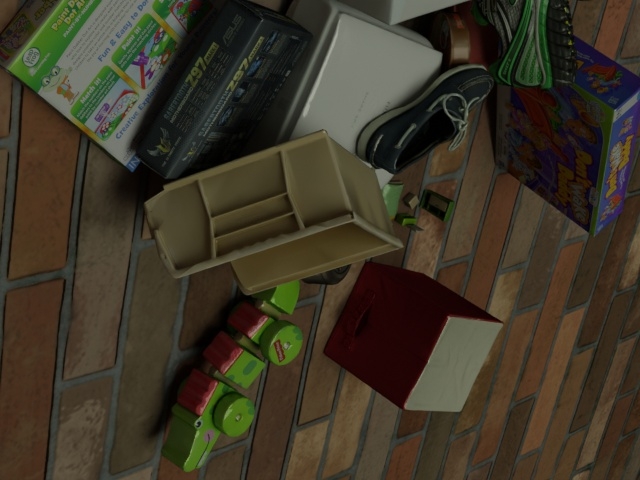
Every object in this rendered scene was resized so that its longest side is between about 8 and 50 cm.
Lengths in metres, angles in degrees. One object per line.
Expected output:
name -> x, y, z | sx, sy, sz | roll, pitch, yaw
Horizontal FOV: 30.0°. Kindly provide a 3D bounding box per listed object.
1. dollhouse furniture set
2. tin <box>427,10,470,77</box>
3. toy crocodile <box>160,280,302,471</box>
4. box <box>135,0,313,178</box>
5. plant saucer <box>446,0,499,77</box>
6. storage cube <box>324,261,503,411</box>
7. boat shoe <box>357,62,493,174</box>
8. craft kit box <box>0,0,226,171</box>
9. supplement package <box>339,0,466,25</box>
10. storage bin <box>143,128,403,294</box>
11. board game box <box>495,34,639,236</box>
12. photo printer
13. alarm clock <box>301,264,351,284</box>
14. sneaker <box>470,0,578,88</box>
dollhouse furniture set -> 0.151, -0.053, 1.982 | 0.151, 0.058, 0.076 | -3, 117, -47
tin -> 0.188, -0.263, 1.821 | 0.040, 0.106, 0.190 | -7, 139, -15
toy crocodile -> -0.135, 0.187, 1.791 | 0.105, 0.115, 0.340 | 37, 84, -46
box -> -0.119, -0.187, 1.510 | 0.233, 0.059, 0.183 | -57, 167, 14
plant saucer -> 0.286, -0.389, 1.904 | 0.259, 0.047, 0.258 | -31, 136, -29
storage cube -> 0.159, 0.168, 2.040 | 0.215, 0.193, 0.184 | 12, 106, -52
boat shoe -> 0.167, -0.174, 1.715 | 0.254, 0.079, 0.095 | -31, 140, -31
craft kit box -> -0.233, -0.243, 1.423 | 0.250, 0.061, 0.246 | -53, 145, -6
supplement package -> 0.123, -0.431, 1.565 | 0.262, 0.198, 0.199 | -24, 132, -37
storage bin -> -0.057, -0.024, 1.562 | 0.260, 0.123, 0.262 | -18, 169, 14
board game box -> 0.402, -0.188, 1.967 | 0.078, 0.233, 0.347 | -40, 151, -18
photo printer -> 0.042, -0.199, 1.711 | 0.307, 0.107, 0.256 | 9, 109, -52
alarm clock -> 0.000, 0.000, 1.805 | 0.192, 0.064, 0.129 | 19, 75, -60
sneaker -> 0.281, -0.386, 1.745 | 0.134, 0.146, 0.343 | -40, 122, -69
